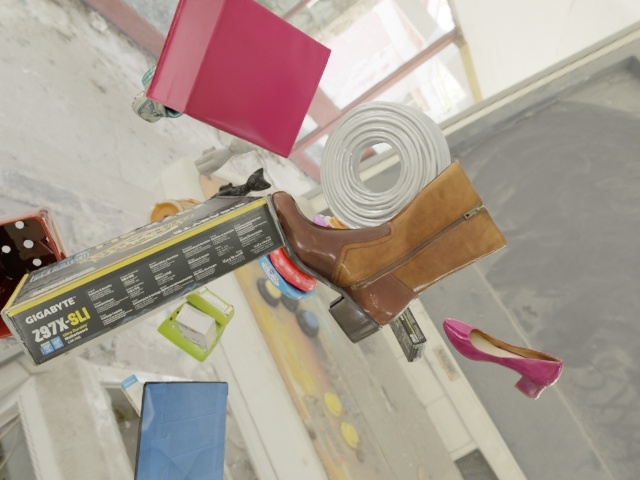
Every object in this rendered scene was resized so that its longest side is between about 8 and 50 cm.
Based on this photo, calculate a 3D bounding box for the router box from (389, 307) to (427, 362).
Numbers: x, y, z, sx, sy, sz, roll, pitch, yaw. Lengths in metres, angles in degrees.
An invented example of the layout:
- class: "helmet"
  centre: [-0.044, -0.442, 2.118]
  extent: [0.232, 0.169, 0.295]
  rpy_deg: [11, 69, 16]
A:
- class: "router box"
  centre: [0.209, 0.220, 1.184]
  extent: [0.092, 0.038, 0.122]
  rpy_deg: [88, -18, -51]

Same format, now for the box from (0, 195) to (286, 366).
- class: "box"
  centre: [-0.242, 0.029, 0.683]
  extent: [0.257, 0.322, 0.079]
  rpy_deg: [8, -58, 64]

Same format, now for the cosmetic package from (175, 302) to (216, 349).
- class: "cosmetic package"
  centre: [-0.372, 0.267, 1.474]
  extent: [0.098, 0.060, 0.239]
  rpy_deg: [25, -25, 1]

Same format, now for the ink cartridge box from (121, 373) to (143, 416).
- class: "ink cartridge box"
  centre: [-0.738, 0.648, 1.989]
  extent: [0.061, 0.104, 0.181]
  rpy_deg: [-32, 73, -34]

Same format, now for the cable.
- class: "cable"
  centre: [0.114, -0.135, 0.927]
  extent: [0.257, 0.257, 0.089]
  rpy_deg: [48, 26, 18]

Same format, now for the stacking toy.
- class: "stacking toy"
  centre: [0.000, 0.000, 1.244]
  extent: [0.175, 0.302, 0.165]
  rpy_deg: [52, 16, 14]

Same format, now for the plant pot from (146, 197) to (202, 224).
- class: "plant pot"
  centre: [-0.472, -0.054, 1.615]
  extent: [0.205, 0.205, 0.188]
  rpy_deg: [60, 3, 13]

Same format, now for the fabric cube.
- class: "fabric cube"
  centre: [-0.184, -0.361, 1.056]
  extent: [0.258, 0.254, 0.259]
  rpy_deg: [15, 12, -40]

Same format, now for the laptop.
- class: "laptop"
  centre: [-0.140, 0.464, 0.846]
  extent: [0.407, 0.236, 0.382]
  rpy_deg: [32, -8, 16]

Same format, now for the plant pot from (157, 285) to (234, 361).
- class: "plant pot"
  centre: [-0.486, 0.323, 1.983]
  extent: [0.228, 0.207, 0.227]
  rpy_deg: [37, 4, -3]

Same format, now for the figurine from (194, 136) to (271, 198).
- class: "figurine"
  centre: [-0.281, -0.229, 1.586]
  extent: [0.215, 0.209, 0.092]
  rpy_deg: [66, 26, -5]

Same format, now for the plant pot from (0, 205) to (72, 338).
- class: "plant pot"
  centre: [-0.737, 0.051, 1.184]
  extent: [0.236, 0.267, 0.267]
  rpy_deg: [-124, -159, -62]

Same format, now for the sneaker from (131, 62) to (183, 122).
- class: "sneaker"
  centre: [-0.459, -0.392, 1.408]
  extent: [0.122, 0.110, 0.283]
  rpy_deg: [51, -26, -7]

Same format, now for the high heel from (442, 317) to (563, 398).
- class: "high heel"
  centre: [0.370, 0.215, 1.008]
  extent: [0.082, 0.117, 0.244]
  rpy_deg: [-23, 51, -37]

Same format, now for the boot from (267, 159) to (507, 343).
- class: "boot"
  centre: [0.093, -0.025, 0.708]
  extent: [0.264, 0.280, 0.096]
  rpy_deg: [54, 3, 1]
